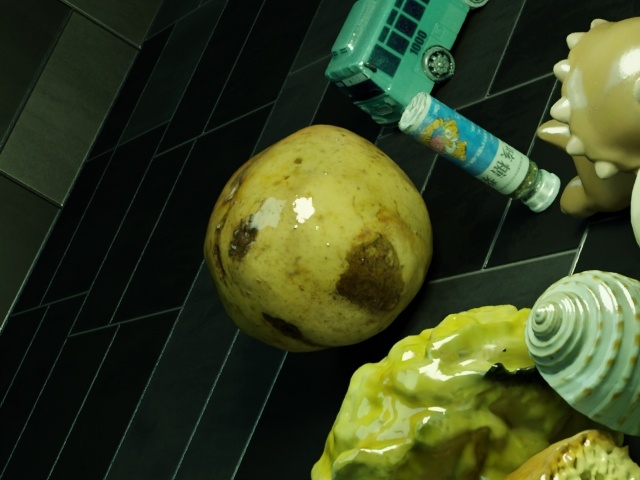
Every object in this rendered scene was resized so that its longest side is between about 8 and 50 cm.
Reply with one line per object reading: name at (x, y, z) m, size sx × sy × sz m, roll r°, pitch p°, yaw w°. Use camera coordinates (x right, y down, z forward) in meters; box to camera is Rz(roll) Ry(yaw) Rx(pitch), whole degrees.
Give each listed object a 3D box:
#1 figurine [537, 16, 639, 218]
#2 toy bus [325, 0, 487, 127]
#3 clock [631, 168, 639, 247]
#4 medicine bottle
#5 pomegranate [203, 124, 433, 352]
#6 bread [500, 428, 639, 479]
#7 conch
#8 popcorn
figurine at (0.294, -0.131, 1.716) m, size 0.177 × 0.173 × 0.247 m, roll -63°, pitch 22°, yaw -11°
toy bus at (0.116, -0.294, 2.384) m, size 0.256 × 0.147 × 0.128 m, roll -64°, pitch 19°, yaw -14°
clock at (0.395, -0.051, 1.386) m, size 0.326 × 0.184 × 0.342 m, roll -56°, pitch 15°, yaw 20°
medicine bottle at (0.174, -0.095, 1.914) m, size 0.051 × 0.191 × 0.051 m, roll -48°, pitch 24°, yaw 30°
pomegranate at (0.000, 0.000, 2.094) m, size 0.281 × 0.281 × 0.281 m, roll -47°, pitch 24°, yaw 28°
bread at (0.178, 0.324, 1.346) m, size 0.179 × 0.194 × 0.340 m, roll -47°, pitch 21°, yaw 43°
conch at (0.241, 0.088, 1.421) m, size 0.102 × 0.153 × 0.135 m, roll 110°, pitch 166°, yaw -47°
popcorn at (0.133, 0.188, 1.545) m, size 0.286 × 0.252 × 0.215 m, roll -19°, pitch 8°, yaw -8°
